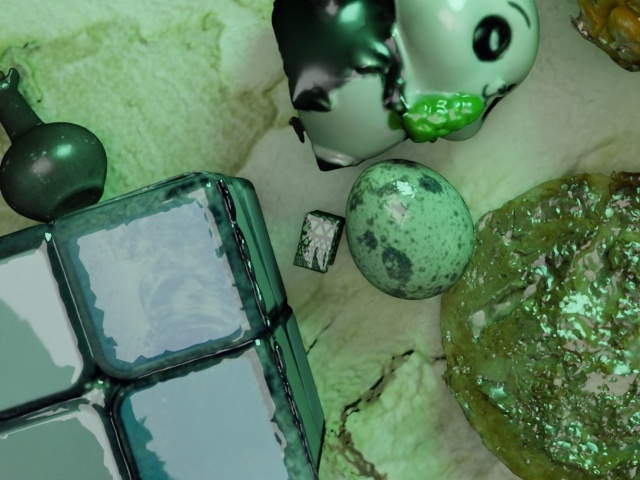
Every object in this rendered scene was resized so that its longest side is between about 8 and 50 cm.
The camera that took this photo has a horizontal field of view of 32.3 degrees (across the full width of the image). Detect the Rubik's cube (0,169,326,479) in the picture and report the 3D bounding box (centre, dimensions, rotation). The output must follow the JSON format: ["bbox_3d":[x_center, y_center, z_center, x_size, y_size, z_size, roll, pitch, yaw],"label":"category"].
[{"bbox_3d":[-0.183,0.119,1.103,0.318,0.313,0.316,-16,92,3],"label":"Rubik's cube"}]

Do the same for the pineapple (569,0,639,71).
[{"bbox_3d":[0.387,-0.316,1.037,0.352,0.352,0.300,-13,99,4],"label":"pineapple"}]

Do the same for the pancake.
[{"bbox_3d":[0.287,0.097,1.153,0.356,0.065,0.356,-4,78,19],"label":"pancake"}]

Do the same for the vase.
[{"bbox_3d":[-0.312,-0.108,1.204,0.120,0.120,0.183,-37,76,5],"label":"vase"}]

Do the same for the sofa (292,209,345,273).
[{"bbox_3d":[0.000,0.000,1.180,0.039,0.118,0.060,17,94,4],"label":"sofa"}]

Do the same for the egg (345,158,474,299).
[{"bbox_3d":[0.090,-0.014,1.155,0.132,0.132,0.172,-27,133,5],"label":"egg"}]

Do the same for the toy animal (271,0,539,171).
[{"bbox_3d":[0.090,-0.186,1.122,0.267,0.212,0.212,-11,93,10],"label":"toy animal"}]
